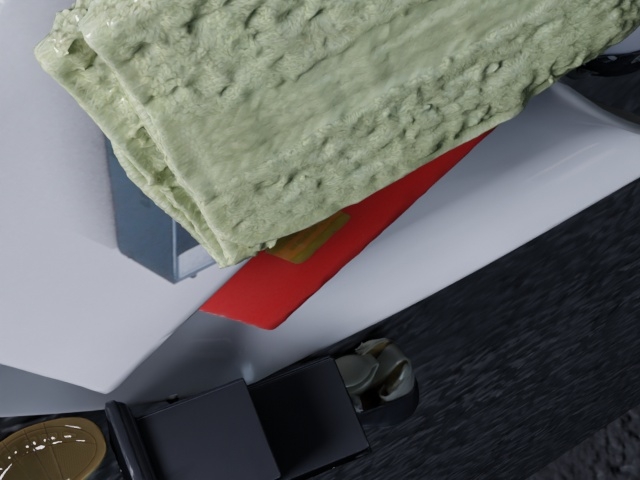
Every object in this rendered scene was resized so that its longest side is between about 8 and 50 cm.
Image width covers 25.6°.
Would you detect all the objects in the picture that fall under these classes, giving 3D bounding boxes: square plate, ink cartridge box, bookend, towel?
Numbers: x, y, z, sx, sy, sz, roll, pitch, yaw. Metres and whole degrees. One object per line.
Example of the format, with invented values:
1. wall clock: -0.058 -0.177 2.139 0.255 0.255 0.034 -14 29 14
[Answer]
1. square plate: 0.000 0.000 0.739 0.344 0.049 0.347 -30 165 22
2. ink cartridge box: 0.017 -0.069 0.422 0.296 0.066 0.261 -43 143 18
3. bookend: -0.042 0.114 0.834 0.156 0.072 0.157 -20 169 -11
4. towel: 0.013 -0.057 0.353 0.148 0.027 0.110 -31 144 2

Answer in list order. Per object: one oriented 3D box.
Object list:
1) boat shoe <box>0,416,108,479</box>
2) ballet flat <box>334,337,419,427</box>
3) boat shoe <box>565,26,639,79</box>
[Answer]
1. boat shoe: -0.186 0.150 0.864 0.135 0.050 0.045 -29 166 7
2. ballet flat: 0.034 0.117 1.143 0.203 0.074 0.074 -6 145 -53
3. boat shoe: 0.144 -0.128 0.713 0.301 0.108 0.102 -25 160 -46
